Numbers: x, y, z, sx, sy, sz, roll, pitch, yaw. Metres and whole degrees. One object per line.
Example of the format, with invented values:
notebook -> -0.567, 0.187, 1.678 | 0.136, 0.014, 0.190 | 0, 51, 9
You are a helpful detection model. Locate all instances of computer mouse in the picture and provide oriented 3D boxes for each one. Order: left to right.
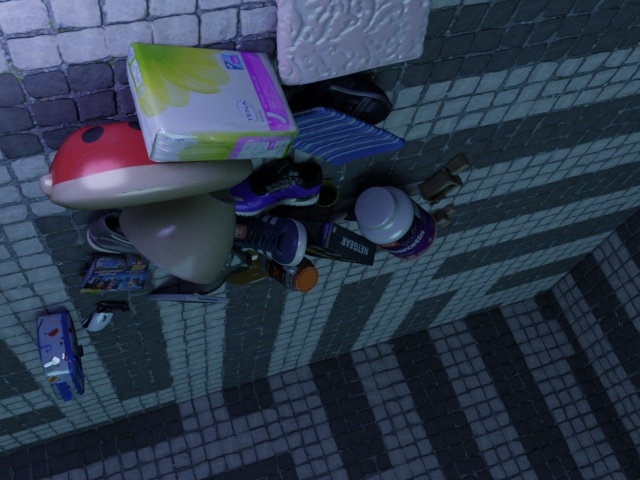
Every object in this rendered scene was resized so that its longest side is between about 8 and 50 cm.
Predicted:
computer mouse -> -0.727, 0.262, 2.184 | 0.106, 0.042, 0.193 | 5, 145, -46
computer mouse -> 0.044, -0.343, 1.516 | 0.272, 0.072, 0.188 | 11, 145, -31

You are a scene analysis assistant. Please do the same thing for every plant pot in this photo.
plant pot -> -0.318, -0.059, 1.607 | 0.191, 0.284, 0.284 | -52, 147, 15
plant pot -> -0.232, 0.094, 2.247 | 0.236, 0.032, 0.236 | -17, 156, -8
plant pot -> 0.011, -0.128, 1.932 | 0.083, 0.083, 0.079 | -19, 167, -5

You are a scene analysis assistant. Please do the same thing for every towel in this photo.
towel -> 0.025, -0.250, 1.609 | 0.243, 0.040, 0.336 | -8, 169, 40
towel -> 0.066, -0.460, 1.254 | 0.317, 0.053, 0.331 | -15, 147, -11

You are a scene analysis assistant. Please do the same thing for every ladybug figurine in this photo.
ladybug figurine -> -0.350, -0.168, 1.352 | 0.449, 0.161, 0.305 | -16, -166, -40

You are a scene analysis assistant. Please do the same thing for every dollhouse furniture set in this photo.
dollhouse furniture set -> 0.436, -0.153, 2.108 | 0.182, 0.160, 0.101 | -36, 152, 32

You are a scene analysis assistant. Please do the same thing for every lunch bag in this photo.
lunch bag -> -0.828, 0.380, 2.103 | 0.115, 0.243, 0.303 | -13, 154, -17

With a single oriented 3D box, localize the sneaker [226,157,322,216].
sneaker -> -0.123, -0.158, 1.739 | 0.293, 0.102, 0.146 | -12, 148, -27

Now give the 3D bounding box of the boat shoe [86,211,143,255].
boat shoe -> -0.447, -0.012, 1.752 | 0.335, 0.112, 0.095 | 5, 150, -39

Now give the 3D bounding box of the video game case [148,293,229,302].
video game case -> -0.441, 0.194, 2.191 | 0.201, 0.023, 0.183 | -4, 170, 38

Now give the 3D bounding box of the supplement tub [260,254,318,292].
supplement tub -> -0.100, 0.091, 2.125 | 0.117, 0.190, 0.117 | -20, 122, -34

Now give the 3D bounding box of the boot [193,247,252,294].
boot -> -0.354, 0.077, 2.084 | 0.247, 0.083, 0.161 | -32, 142, 24

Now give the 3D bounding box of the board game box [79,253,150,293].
board game box -> -0.579, 0.079, 1.898 | 0.194, 0.060, 0.194 | 0, 147, -39

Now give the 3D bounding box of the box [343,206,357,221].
box -> 0.186, -0.105, 2.158 | 0.225, 0.036, 0.136 | 5, 145, -45

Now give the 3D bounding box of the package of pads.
package of pads -> -0.208, -0.262, 1.272 | 0.297, 0.229, 0.101 | -5, 151, -30

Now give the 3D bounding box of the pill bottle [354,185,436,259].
pill bottle -> 0.230, -0.057, 2.034 | 0.182, 0.181, 0.323 | -30, 153, 19

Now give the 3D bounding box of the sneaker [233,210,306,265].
sneaker -> -0.168, -0.016, 1.774 | 0.148, 0.131, 0.350 | 8, -175, -32

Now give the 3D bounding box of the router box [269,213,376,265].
router box -> 0.000, 0.000, 2.024 | 0.243, 0.081, 0.309 | 9, 172, 31
